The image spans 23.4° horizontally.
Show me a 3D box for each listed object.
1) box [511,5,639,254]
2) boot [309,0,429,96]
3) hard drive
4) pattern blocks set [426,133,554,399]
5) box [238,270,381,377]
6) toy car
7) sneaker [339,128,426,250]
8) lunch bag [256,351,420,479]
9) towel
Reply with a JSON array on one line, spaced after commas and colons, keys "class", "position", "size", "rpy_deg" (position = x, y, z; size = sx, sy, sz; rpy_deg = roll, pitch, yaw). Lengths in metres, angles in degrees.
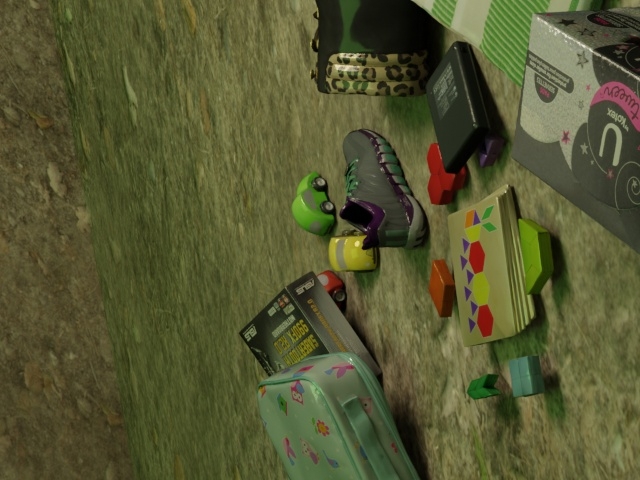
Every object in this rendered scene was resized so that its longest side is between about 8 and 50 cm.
[{"class": "box", "position": [0.306, -0.111, 1.465], "size": [0.247, 0.142, 0.163], "rpy_deg": [-134, 43, -54]}, {"class": "boot", "position": [0.010, -0.344, 2.032], "size": [0.377, 0.138, 0.284], "rpy_deg": [13, 112, 42]}, {"class": "hard drive", "position": [0.166, -0.162, 1.886], "size": [0.094, 0.022, 0.135], "rpy_deg": [123, 145, -49]}, {"class": "pattern blocks set", "position": [0.204, 0.032, 1.872], "size": [0.285, 0.026, 0.325], "rpy_deg": [176, 91, -68]}, {"class": "box", "position": [-0.020, 0.167, 2.317], "size": [0.183, 0.056, 0.231], "rpy_deg": [56, 152, 5]}, {"class": "toy car", "position": [0.000, 0.000, 2.308], "size": [0.239, 0.053, 0.225], "rpy_deg": [118, 139, -53]}, {"class": "sneaker", "position": [0.059, -0.073, 2.096], "size": [0.224, 0.098, 0.083], "rpy_deg": [-120, 33, -42]}, {"class": "lunch bag", "position": [0.037, 0.297, 2.173], "size": [0.224, 0.108, 0.279], "rpy_deg": [-21, 95, 59]}, {"class": "towel", "position": [0.187, -0.326, 1.708], "size": [0.325, 0.038, 0.248], "rpy_deg": [44, 139, 32]}]
